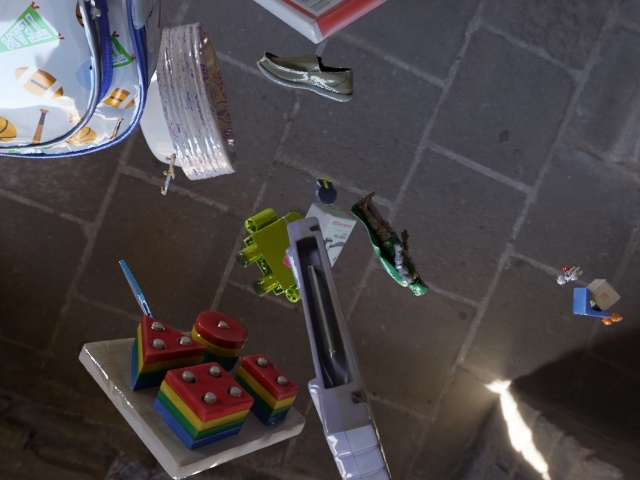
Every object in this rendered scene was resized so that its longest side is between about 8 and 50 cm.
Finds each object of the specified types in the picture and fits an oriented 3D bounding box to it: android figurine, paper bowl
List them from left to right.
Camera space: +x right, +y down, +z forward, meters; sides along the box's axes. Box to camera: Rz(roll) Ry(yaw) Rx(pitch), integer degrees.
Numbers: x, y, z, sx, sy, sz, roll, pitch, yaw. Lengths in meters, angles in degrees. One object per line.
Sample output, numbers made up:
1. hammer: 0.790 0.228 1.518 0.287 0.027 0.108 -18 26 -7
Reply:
1. paper bowl: -0.259 -0.257 1.066 0.147 0.284 0.285 -10 98 -2
2. android figurine: -0.092 0.030 1.466 0.272 0.056 0.248 -35 95 -42

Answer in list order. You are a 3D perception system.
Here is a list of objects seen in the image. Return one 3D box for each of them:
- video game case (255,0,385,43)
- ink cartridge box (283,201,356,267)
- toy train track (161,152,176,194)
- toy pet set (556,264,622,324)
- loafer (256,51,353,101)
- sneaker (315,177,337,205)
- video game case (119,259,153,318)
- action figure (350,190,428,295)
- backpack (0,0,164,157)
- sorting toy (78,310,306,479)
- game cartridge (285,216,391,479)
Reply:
1. video game case: 0.069 -0.326 0.612 0.285 0.204 0.025 -33 133 -4
2. ink cartridge box: 0.000 0.000 1.219 0.063 0.109 0.151 35 105 29
3. toy train track: -0.247 -0.106 0.897 0.014 0.048 0.083 3 138 -27
4. toy pet set: 0.454 0.108 0.949 0.065 0.114 0.122 -40 87 -2
5. loafer: -0.030 -0.421 1.372 0.250 0.094 0.088 15 124 -7
6. sneaker: 0.013 -0.117 1.495 0.053 0.144 0.059 7 118 -6
7. video game case: -0.489 0.139 1.489 0.015 0.166 0.119 -27 62 -21
8. action figure: 0.148 0.013 1.134 0.063 0.137 0.232 -30 97 26
9. backpack: -0.240 -0.184 0.425 0.276 0.264 0.213 4 55 -1
10. sorting toy: -0.173 0.198 0.836 0.255 0.257 0.090 35 107 32
11. game cartridge: 0.021 0.157 0.695 0.068 0.355 0.230 -13 124 -2
